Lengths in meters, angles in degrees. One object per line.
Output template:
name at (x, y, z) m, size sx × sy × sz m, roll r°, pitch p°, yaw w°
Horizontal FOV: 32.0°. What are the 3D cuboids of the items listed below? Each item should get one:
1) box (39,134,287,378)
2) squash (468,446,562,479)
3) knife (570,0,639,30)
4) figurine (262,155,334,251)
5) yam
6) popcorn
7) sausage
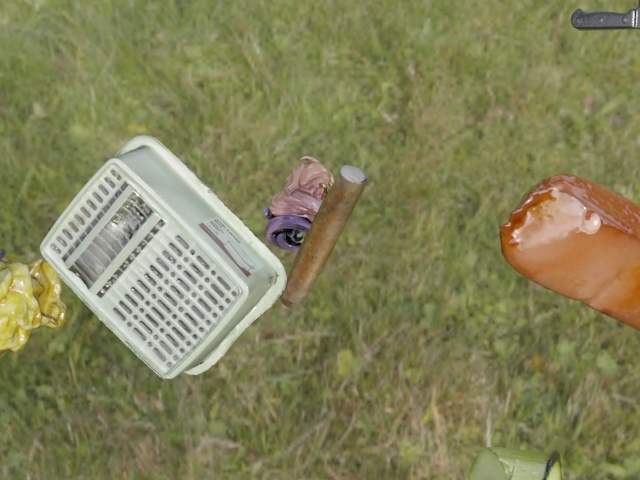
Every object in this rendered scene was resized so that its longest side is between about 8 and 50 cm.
box at (-0.205, 0.023, 1.476) m, size 0.290 × 0.220 × 0.166 m, roll 45°, pitch 19°, yaw 5°
squash at (0.250, 0.381, 1.497) m, size 0.133 × 0.220 × 0.220 m, roll 10°, pitch 44°, yaw 12°
knife at (0.428, -0.301, 1.416) m, size 0.245 × 0.072 × 0.019 m, roll 7°, pitch 10°, yaw 42°
figurine at (-0.022, -0.061, 1.773) m, size 0.126 × 0.114 × 0.157 m, roll 13°, pitch 78°, yaw 9°
yam at (0.000, 0.000, 1.582) m, size 0.046 × 0.264 × 0.046 m, roll 15°, pitch 41°, yaw -14°
popcorn at (-0.535, 0.093, 1.851) m, size 0.189 × 0.169 × 0.218 m, roll -7°, pitch 33°, yaw 16°
sausage at (0.307, 0.033, 1.027) m, size 0.349 × 0.097 × 0.094 m, roll 25°, pitch 29°, yaw -22°
